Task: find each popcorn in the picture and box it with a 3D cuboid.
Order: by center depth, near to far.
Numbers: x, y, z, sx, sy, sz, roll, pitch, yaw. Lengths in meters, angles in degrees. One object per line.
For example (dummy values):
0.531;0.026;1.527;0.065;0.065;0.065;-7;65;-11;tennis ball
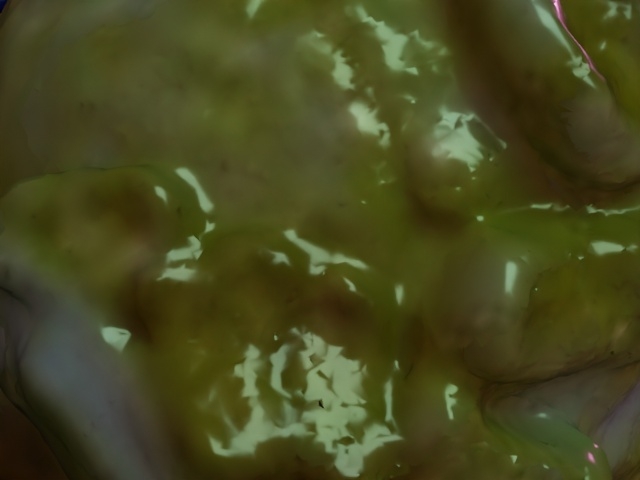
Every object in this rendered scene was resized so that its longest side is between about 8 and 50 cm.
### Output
0.017;-0.007;0.593;0.312;0.312;0.312;18;42;-17;popcorn

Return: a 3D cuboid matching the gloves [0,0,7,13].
-0.114;-0.078;0.666;0.086;0.026;0.064;-35;107;-43;gloves
